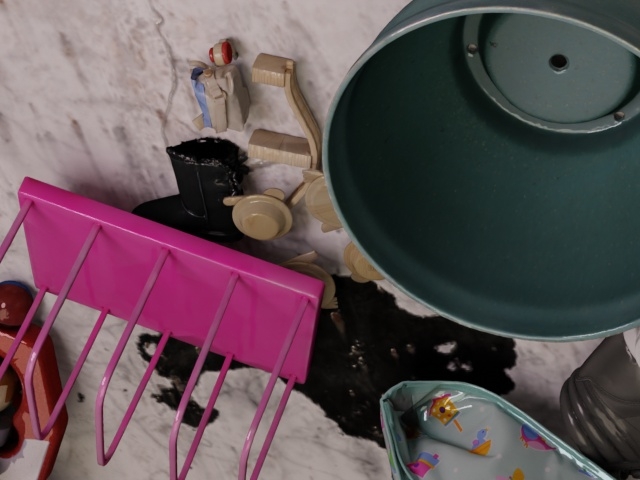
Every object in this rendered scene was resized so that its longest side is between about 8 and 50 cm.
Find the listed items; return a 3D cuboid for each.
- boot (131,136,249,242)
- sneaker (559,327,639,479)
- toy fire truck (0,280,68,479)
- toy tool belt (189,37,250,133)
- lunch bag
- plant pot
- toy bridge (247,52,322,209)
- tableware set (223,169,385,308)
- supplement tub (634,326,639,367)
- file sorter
[{"bbox_3d":[-0.124,-0.046,1.472,0.121,0.045,0.099,3,132,10],"label":"boot"},{"bbox_3d":[0.341,0.189,1.454,0.296,0.104,0.147,42,133,-8],"label":"sneaker"},{"bbox_3d":[-0.406,0.135,1.676,0.302,0.169,0.254,21,115,2],"label":"toy fire truck"},{"bbox_3d":[-0.095,-0.131,1.385,0.051,0.052,0.083,-4,126,14],"label":"toy tool belt"},{"bbox_3d":[0.160,0.263,1.518,0.262,0.160,0.223,32,156,27],"label":"lunch bag"},{"bbox_3d":[0.167,-0.097,1.209,0.293,0.196,0.293,11,132,12],"label":"plant pot"},{"bbox_3d":[-0.031,-0.081,1.418,0.063,0.026,0.188,13,132,8],"label":"toy bridge"},{"bbox_3d":[0.000,0.000,1.456,0.141,0.020,0.169,-12,131,19],"label":"tableware set"},{"bbox_3d":[0.305,0.063,1.351,0.071,0.107,0.071,11,132,13],"label":"supplement tub"},{"bbox_3d":[-0.168,0.107,1.490,0.290,0.182,0.202,19,152,5],"label":"file sorter"}]
